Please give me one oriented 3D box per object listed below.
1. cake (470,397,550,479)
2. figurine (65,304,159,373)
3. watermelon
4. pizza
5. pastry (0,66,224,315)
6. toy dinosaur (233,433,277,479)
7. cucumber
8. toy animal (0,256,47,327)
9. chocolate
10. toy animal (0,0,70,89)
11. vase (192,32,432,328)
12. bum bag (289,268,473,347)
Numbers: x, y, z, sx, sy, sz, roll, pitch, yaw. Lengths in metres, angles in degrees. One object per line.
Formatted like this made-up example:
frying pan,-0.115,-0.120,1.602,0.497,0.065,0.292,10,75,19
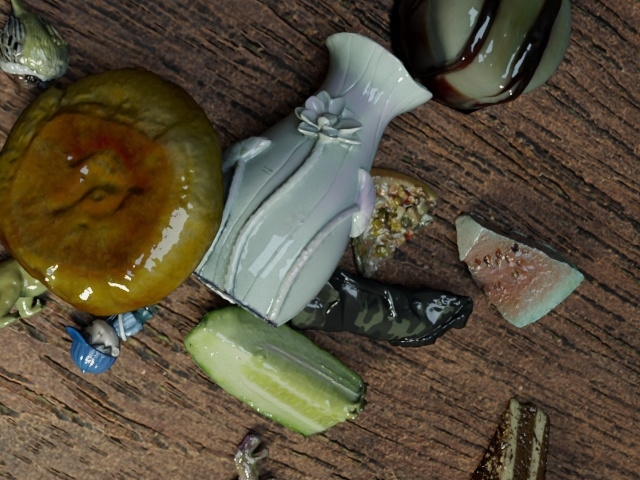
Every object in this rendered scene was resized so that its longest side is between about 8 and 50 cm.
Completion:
cake,0.376,0.439,1.871,0.112,0.135,0.246,24,96,-25
figurine,-0.325,0.138,1.542,0.149,0.086,0.087,-39,140,-19
watermelon,0.329,0.039,1.769,0.241,0.094,0.154,37,100,-25
pizza,0.103,-0.023,1.670,0.185,0.052,0.195,13,101,-21
pastry,-0.288,-0.069,1.360,0.356,0.356,0.164,-51,160,-1
toy dinosaur,-0.178,0.456,1.706,0.251,0.072,0.199,-29,104,2
cucumber,-0.085,0.202,1.637,0.325,0.105,0.145,33,133,-24
toy animal,-0.398,0.037,1.477,0.219,0.103,0.101,-29,90,-7
chocolate,0.269,-0.330,1.567,0.284,0.186,0.283,-6,108,-20
toy animal,-0.412,-0.273,1.372,0.098,0.098,0.137,-39,98,-7
vase,-0.022,-0.097,1.490,0.250,0.250,0.445,37,81,-26
bum bag,0.100,0.120,1.681,0.341,0.095,0.144,11,136,-30
